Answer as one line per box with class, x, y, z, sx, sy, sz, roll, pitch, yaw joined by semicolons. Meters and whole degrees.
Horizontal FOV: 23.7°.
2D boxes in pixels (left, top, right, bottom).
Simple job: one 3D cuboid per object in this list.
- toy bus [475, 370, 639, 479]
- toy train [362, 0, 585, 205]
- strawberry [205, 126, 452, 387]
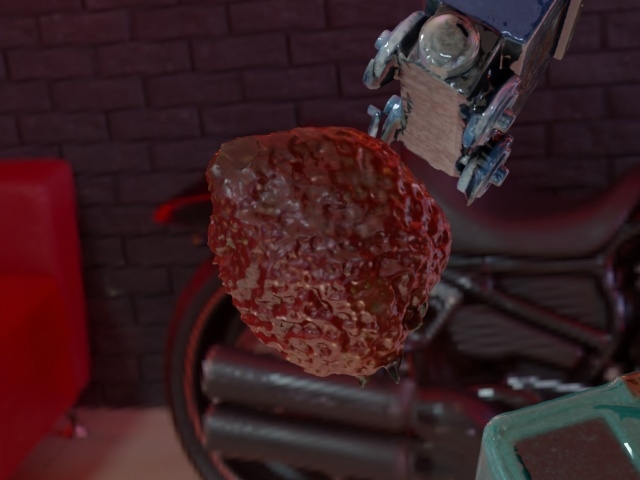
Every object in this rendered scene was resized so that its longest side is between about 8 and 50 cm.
toy bus;0.128;0.174;0.621;0.147;0.256;0.128;-13;46;-15
toy train;0.133;-0.154;1.235;0.131;0.202;0.299;32;-8;8
strawberry;0.006;0.003;0.856;0.131;0.148;0.131;-12;53;16
